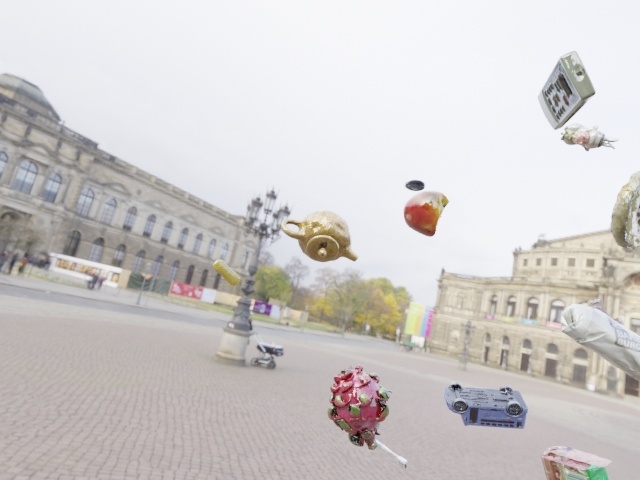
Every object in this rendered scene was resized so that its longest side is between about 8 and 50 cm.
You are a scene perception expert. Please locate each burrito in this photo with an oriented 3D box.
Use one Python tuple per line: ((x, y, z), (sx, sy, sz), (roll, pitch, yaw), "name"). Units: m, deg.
((0.775, 0.292, 0.986), (0.445, 0.101, 0.139), (32, 3, 3), "burrito")

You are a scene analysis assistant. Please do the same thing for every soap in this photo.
((-0.251, 0.087, 1.105), (0.089, 0.034, 0.012), (48, -22, -26), "soap")
((0.791, 0.779, 1.239), (0.097, 0.274, 0.218), (-11, -6, -25), "soap")

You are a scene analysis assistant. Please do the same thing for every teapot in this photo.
((0.000, 0.000, 1.516), (0.311, 0.167, 0.203), (22, -56, -10), "teapot")

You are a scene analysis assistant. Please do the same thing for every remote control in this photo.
((0.625, -0.376, 1.070), (0.038, 0.124, 0.285), (-23, -6, 14), "remote control")

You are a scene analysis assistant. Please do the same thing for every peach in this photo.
((0.317, -0.092, 1.257), (0.118, 0.151, 0.151), (14, -11, 2), "peach")

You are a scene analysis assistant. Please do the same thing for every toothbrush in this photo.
((0.249, 0.856, 1.712), (0.025, 0.030, 0.342), (-6, 2, -27), "toothbrush")

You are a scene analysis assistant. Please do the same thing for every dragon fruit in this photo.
((0.124, 0.550, 1.362), (0.218, 0.273, 0.198), (-14, 37, -36), "dragon fruit")

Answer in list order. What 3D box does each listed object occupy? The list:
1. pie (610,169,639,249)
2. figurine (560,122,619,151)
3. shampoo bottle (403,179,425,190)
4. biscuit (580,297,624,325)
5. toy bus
((0.971, -0.101, 1.251), (0.274, 0.274, 0.055), (21, 2, -36), "pie")
((0.852, -0.318, 1.319), (0.146, 0.098, 0.081), (49, -18, 49), "figurine")
((0.413, -0.243, 1.820), (0.086, 0.049, 0.233), (6, 8, 8), "shampoo bottle")
((1.026, 0.308, 1.484), (0.138, 0.205, 0.031), (-21, -28, -6), "biscuit")
((0.632, 0.645, 1.598), (0.291, 0.133, 0.125), (0, 15, 9), "toy bus")
